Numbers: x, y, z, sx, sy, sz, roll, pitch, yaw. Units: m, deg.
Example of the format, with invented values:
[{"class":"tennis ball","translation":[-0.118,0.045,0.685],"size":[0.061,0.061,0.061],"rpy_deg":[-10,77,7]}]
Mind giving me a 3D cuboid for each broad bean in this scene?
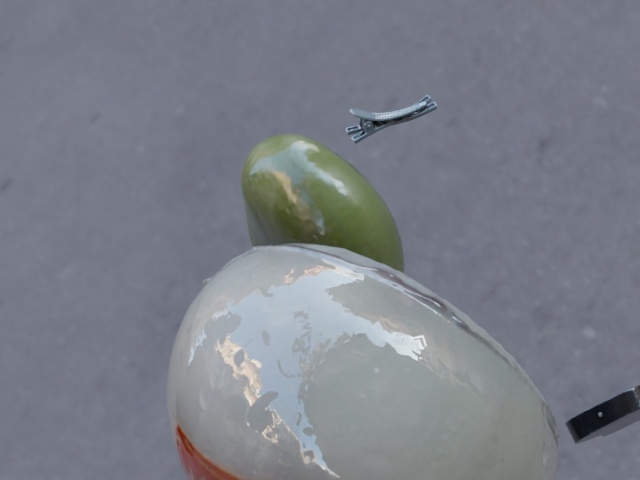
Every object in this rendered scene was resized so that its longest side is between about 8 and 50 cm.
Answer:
[{"class":"broad bean","translation":[0.001,0.000,1.928],"size":[0.119,0.291,0.238],"rpy_deg":[-34,66,-18]}]

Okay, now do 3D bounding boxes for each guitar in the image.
[{"class":"guitar","translation":[0.312,0.170,1.729],"size":[0.088,0.233,0.025],"rpy_deg":[-31,74,19]}]

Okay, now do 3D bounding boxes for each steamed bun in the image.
[{"class":"steamed bun","translation":[0.019,0.182,1.547],"size":[0.374,0.374,0.241],"rpy_deg":[1,51,51]}]

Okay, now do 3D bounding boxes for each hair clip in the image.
[{"class":"hair clip","translation":[0.086,-0.157,2.118],"size":[0.115,0.039,0.030],"rpy_deg":[-19,45,-13]}]
